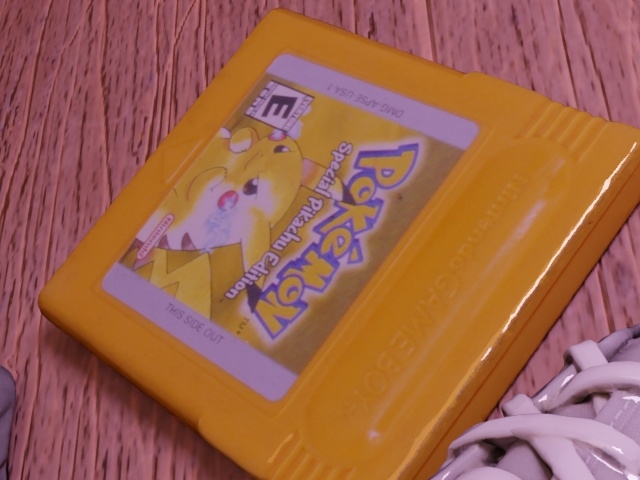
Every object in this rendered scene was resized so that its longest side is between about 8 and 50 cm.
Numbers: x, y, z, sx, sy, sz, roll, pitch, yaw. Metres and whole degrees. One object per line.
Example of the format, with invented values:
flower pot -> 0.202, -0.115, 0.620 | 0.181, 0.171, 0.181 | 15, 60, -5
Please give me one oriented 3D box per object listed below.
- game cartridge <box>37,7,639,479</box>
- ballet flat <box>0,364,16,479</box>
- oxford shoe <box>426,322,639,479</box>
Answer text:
game cartridge -> 0.000, 0.000, 0.748 | 0.323, 0.053, 0.285 | 27, 75, 43
ballet flat -> -0.236, 0.162, 0.765 | 0.072, 0.068, 0.213 | -24, 49, 15
oxford shoe -> 0.085, 0.111, 0.418 | 0.449, 0.130, 0.169 | -21, 17, -26
